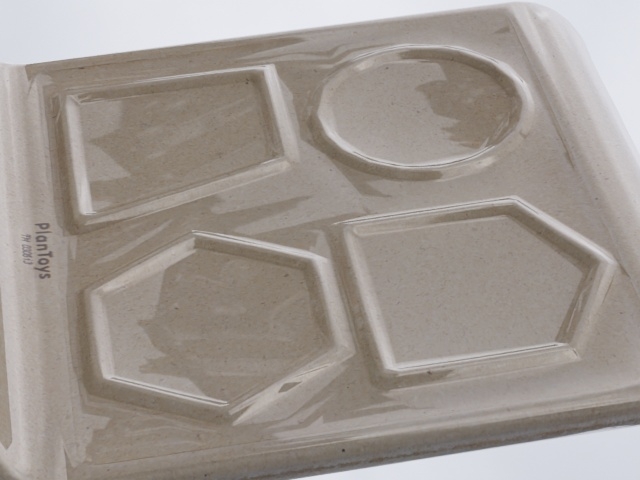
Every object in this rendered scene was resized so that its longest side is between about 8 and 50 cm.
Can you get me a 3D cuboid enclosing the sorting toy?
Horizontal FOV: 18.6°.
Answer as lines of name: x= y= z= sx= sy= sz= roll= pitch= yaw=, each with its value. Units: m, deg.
sorting toy: x=0.000 y=0.000 z=0.568 sx=0.193 sy=0.208 sz=0.038 roll=-105 pitch=-166 yaw=-50
